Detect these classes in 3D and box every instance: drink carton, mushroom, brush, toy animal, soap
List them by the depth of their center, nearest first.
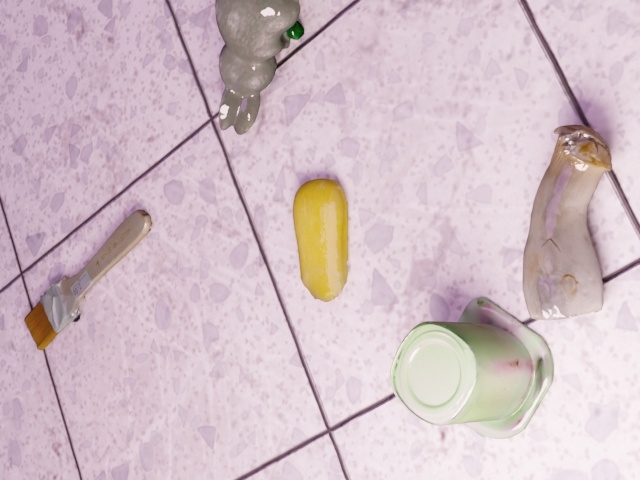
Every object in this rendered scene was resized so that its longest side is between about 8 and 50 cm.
[{"bbox_3d":[0.278,-0.019,1.237,0.092,0.081,0.223,4,86,56],"label":"mushroom"},{"bbox_3d":[0.167,0.155,1.270,0.144,0.142,0.146,37,107,33],"label":"drink carton"},{"bbox_3d":[0.000,0.000,1.479,0.089,0.033,0.168,-5,83,40],"label":"soap"},{"bbox_3d":[-0.103,-0.274,1.536,0.108,0.138,0.236,-98,30,-49],"label":"toy animal"},{"bbox_3d":[-0.378,0.059,1.778,0.336,0.020,0.085,-43,62,27],"label":"brush"}]
